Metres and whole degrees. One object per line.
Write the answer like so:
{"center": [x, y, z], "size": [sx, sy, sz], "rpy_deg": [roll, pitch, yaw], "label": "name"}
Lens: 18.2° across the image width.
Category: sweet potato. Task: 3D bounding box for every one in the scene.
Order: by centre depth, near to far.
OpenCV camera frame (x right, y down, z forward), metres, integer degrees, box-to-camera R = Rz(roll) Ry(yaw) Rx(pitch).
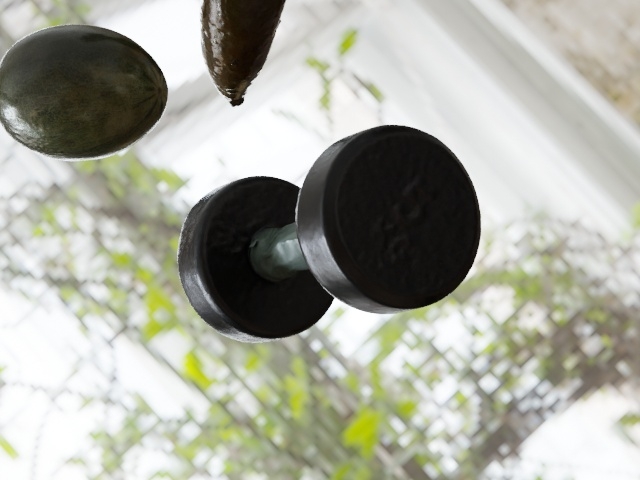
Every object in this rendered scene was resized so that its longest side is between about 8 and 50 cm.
{"center": [-0.086, -0.232, 1.536], "size": [0.108, 0.079, 0.346], "rpy_deg": [-33, -44, -2], "label": "sweet potato"}

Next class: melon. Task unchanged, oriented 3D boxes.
{"center": [-0.171, -0.106, 1.423], "size": [0.131, 0.098, 0.098], "rpy_deg": [-2, 5, 19], "label": "melon"}

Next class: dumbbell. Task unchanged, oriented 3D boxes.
{"center": [0.000, 0.000, 1.119], "size": [0.100, 0.100, 0.191], "rpy_deg": [-38, 11, -29], "label": "dumbbell"}
